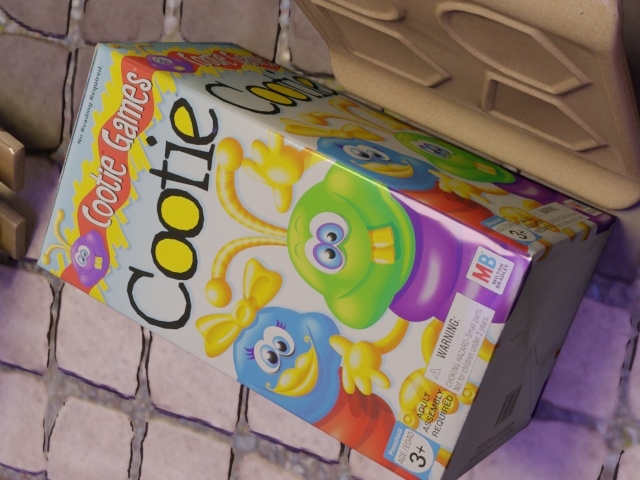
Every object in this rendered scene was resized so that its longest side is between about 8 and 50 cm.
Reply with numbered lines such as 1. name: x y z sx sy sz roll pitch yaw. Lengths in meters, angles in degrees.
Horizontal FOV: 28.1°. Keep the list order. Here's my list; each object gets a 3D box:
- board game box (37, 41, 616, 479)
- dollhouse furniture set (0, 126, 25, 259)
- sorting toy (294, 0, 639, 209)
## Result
1. board game box: 0.000 0.000 0.731 0.275 0.144 0.142 27 110 23
2. dollhouse furniture set: -0.342 0.014 0.896 0.161 0.212 0.242 37 141 18
3. sorting toy: 0.107 -0.088 0.631 0.307 0.229 0.041 27 80 23
